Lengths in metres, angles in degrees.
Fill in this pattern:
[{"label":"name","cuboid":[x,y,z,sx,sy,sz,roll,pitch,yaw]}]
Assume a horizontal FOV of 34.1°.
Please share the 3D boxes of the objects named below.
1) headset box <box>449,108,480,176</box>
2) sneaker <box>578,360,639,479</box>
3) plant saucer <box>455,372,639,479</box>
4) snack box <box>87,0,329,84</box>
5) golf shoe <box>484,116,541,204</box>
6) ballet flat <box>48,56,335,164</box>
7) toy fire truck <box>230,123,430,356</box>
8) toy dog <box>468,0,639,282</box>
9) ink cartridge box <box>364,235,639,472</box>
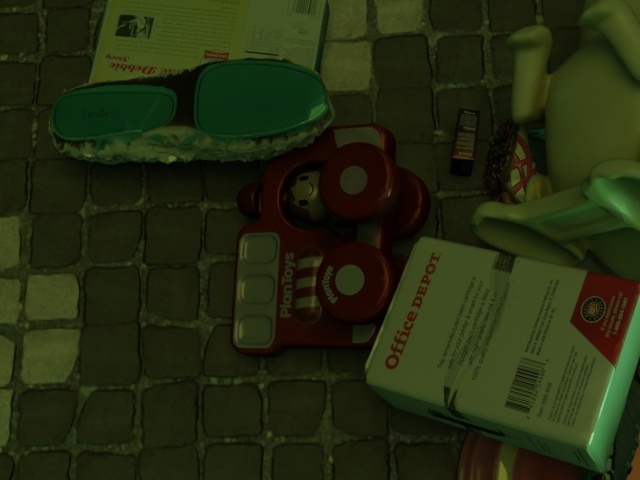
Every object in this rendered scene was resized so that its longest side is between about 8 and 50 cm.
[{"label":"headset box","cuboid":[0.199,-0.131,1.446,0.032,0.062,0.083,7,71,6]},{"label":"sneaker","cuboid":[0.357,0.222,1.225,0.098,0.083,0.223,1,71,-1]},{"label":"plant saucer","cuboid":[0.335,0.305,1.284,0.332,0.084,0.332,-1,71,2]},{"label":"snack box","cuboid":[-0.160,-0.278,1.516,0.322,0.060,0.187,8,73,6]},{"label":"golf shoe","cuboid":[0.272,-0.078,1.430,0.086,0.067,0.186,12,72,-19]},{"label":"ballet flat","cuboid":[-0.168,-0.165,1.427,0.409,0.147,0.147,0,71,15]},{"label":"toy fire truck","cuboid":[0.000,0.000,1.363,0.254,0.169,0.302,-2,80,22]},{"label":"toy dog","cuboid":[0.423,-0.170,1.329,0.395,0.284,0.408,22,67,-18]},{"label":"ink cartridge box","cuboid":[0.216,0.125,1.211,0.273,0.114,0.197,14,70,29]}]
